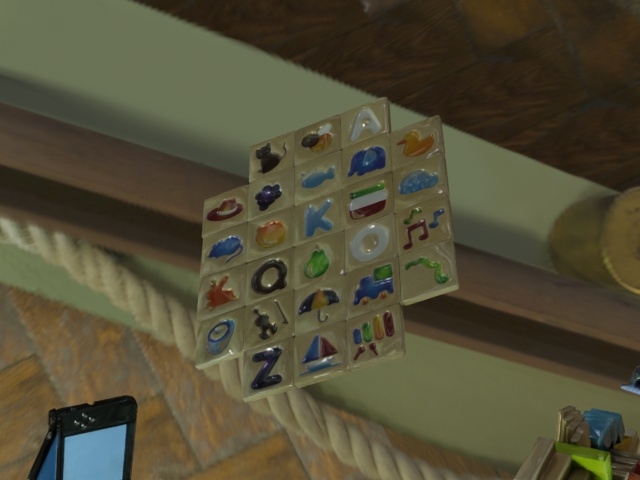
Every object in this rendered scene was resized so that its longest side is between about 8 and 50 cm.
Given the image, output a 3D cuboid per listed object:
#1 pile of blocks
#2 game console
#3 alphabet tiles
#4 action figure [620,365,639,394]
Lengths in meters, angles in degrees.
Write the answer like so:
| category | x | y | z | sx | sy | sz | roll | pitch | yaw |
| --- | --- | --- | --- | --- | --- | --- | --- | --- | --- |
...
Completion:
| category | x | y | z | sx | sy | sz | roll | pitch | yaw |
| --- | --- | --- | --- | --- | --- | --- | --- | --- | --- |
| pile of blocks | 0.365 | 0.286 | 1.622 | 0.113 | 0.362 | 0.148 | 8 | 100 | 30 |
| game console | -0.192 | 0.197 | 1.028 | 0.107 | 0.071 | 0.122 | -9 | 132 | -24 |
| alphabet tiles | 0.000 | 0.000 | 1.306 | 0.285 | 0.342 | 0.011 | -19 | 136 | 20 |
| action figure | 0.513 | 0.165 | 1.460 | 0.341 | 0.178 | 0.330 | 9 | 94 | 20 |
